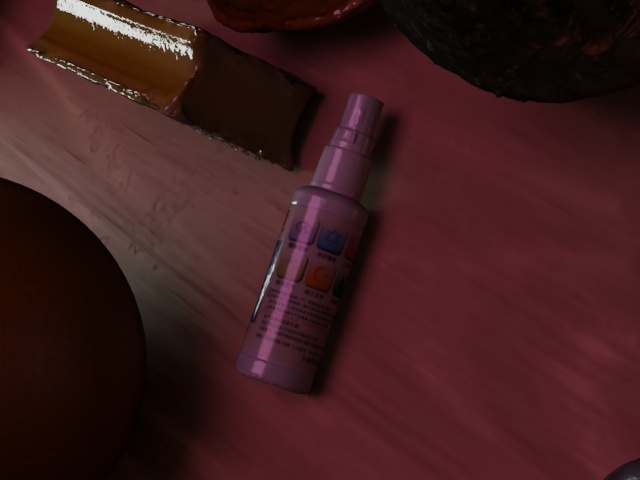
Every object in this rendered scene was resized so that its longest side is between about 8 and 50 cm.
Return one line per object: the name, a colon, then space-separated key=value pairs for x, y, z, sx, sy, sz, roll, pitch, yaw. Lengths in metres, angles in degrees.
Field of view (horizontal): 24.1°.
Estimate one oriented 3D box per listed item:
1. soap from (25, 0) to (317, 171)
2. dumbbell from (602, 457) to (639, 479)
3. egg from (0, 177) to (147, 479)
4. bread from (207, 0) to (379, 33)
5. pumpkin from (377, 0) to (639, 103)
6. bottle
soap: x=-0.118 y=-0.135 z=1.185 sx=0.233 sy=0.135 sz=0.076 roll=28 pitch=94 yaw=47
dumbbell: x=0.218 y=0.258 z=0.662 sx=0.179 sy=0.179 sz=0.406 roll=-20 pitch=60 yaw=38
egg: x=-0.286 y=0.084 z=1.149 sx=0.351 sy=0.283 sz=0.282 roll=28 pitch=93 yaw=48
bread: x=-0.018 y=-0.302 z=1.128 sx=0.312 sy=0.172 sz=0.312 roll=-19 pitch=60 yaw=36
pumpkin: x=0.163 y=-0.240 z=0.870 sx=0.291 sy=0.257 sz=0.327 roll=11 pitch=86 yaw=39
bottle: x=0.000 y=0.000 z=1.068 sx=0.060 sy=0.060 sz=0.217 roll=16 pitch=85 yaw=46
